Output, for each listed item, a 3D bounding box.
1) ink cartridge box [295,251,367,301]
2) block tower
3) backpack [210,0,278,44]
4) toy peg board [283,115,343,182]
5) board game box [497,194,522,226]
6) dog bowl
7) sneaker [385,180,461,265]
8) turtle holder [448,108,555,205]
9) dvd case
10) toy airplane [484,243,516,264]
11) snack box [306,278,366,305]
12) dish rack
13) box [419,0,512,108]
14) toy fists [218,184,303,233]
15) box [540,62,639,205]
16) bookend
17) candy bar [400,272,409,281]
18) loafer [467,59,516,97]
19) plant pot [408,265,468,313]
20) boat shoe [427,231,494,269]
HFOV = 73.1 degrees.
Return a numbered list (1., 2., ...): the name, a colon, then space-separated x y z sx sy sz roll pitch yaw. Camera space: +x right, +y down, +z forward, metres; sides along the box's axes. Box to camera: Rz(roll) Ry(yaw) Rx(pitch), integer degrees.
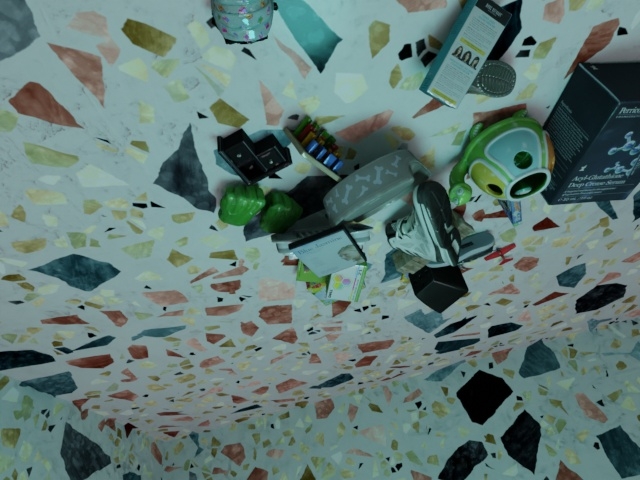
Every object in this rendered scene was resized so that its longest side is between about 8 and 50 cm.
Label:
1. ink cartridge box: 0.038 0.131 1.699 0.254 0.097 0.189 7 124 -6
2. block tower: 0.446 0.010 1.739 0.090 0.097 0.335 22 132 -36
3. backpack: -0.164 -0.483 0.884 0.151 0.182 0.115 -12 142 0
4. toy peg board: -0.003 -0.268 1.226 0.161 0.161 0.079 28 111 -40
5. board game box: 0.678 -0.159 1.559 0.035 0.136 0.201 -23 141 12
6. dog bowl: 0.161 -0.154 1.325 0.348 0.102 0.349 -29 173 -4
7. sneaker: 0.324 -0.043 1.505 0.257 0.169 0.447 4 153 30
8. turtle holder: 0.567 -0.242 1.352 0.319 0.228 0.244 -7 142 -8
9. dvd case: 0.030 0.040 1.357 0.180 0.022 0.253 -20 149 13
10. toy airplane: 0.828 0.071 1.973 0.151 0.028 0.151 -7 142 -5
11. snack box: 0.066 0.182 1.859 0.206 0.070 0.174 -25 138 16
12. dish rack: 0.000 0.000 1.474 0.332 0.073 0.285 -9 -174 -7
13. box: 0.354 -0.464 1.070 0.100 0.060 0.245 22 109 -20
14. toy fists: -0.191 -0.109 1.413 0.278 0.096 0.142 13 145 -31
15. box: 0.888 -0.325 1.354 0.292 0.212 0.396 -5 140 -9
16. bookend: -0.187 -0.258 1.244 0.157 0.073 0.156 -24 140 13
17. candy bar: 0.389 0.137 1.938 0.040 0.018 0.162 -7 142 -7
18. loafer: 0.412 -0.449 1.174 0.250 0.087 0.095 5 113 -14
19. plant pot: 0.500 0.180 1.892 0.166 0.188 0.188 19 130 -27
20. boat shoe: 0.585 0.061 1.824 0.305 0.113 0.105 -23 132 -5
